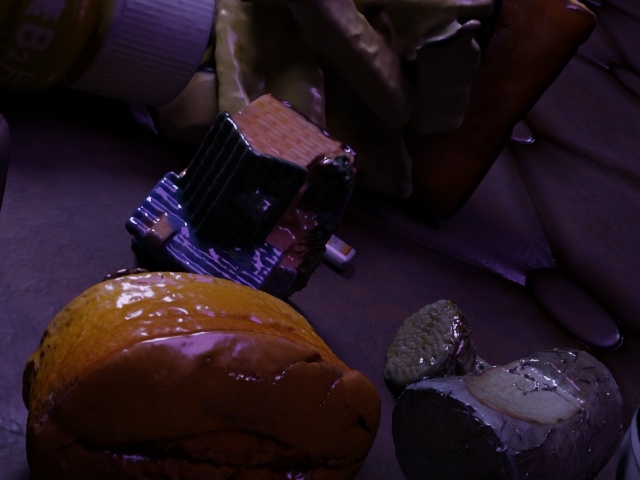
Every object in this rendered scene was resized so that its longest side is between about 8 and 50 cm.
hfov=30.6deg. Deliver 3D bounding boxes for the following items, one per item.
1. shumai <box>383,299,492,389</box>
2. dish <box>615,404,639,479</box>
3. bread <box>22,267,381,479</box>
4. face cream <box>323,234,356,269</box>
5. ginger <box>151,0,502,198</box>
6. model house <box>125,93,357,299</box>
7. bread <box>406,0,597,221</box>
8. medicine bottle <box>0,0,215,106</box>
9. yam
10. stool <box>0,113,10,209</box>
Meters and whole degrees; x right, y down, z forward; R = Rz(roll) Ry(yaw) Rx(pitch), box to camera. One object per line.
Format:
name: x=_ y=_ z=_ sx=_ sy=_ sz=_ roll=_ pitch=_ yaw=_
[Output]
shumai: x=0.128 y=0.125 z=1.198 sx=0.087 sy=0.099 sz=0.123 roll=43 pitch=28 yaw=-19
dish: x=0.405 y=0.292 z=1.182 sx=0.303 sy=0.120 sz=0.303 roll=25 pitch=30 yaw=-16
bread: x=-0.086 y=0.130 z=0.863 sx=0.270 sy=0.195 sz=0.142 roll=14 pitch=25 yaw=-37
face cream: x=0.000 y=0.000 z=1.313 sx=0.083 sy=0.021 sz=0.040 roll=35 pitch=28 yaw=2
ginger: x=0.028 y=-0.205 z=1.302 sx=0.358 sy=0.413 sz=0.211 roll=42 pitch=15 yaw=-10
model house: x=-0.078 y=-0.026 z=1.108 sx=0.166 sy=0.183 sz=0.172 roll=37 pitch=27 yaw=7
bread: x=0.118 y=-0.237 z=1.468 sx=0.333 sy=0.323 sz=0.143 roll=30 pitch=20 yaw=-5
medicine bottle: x=-0.316 y=-0.265 z=1.184 sx=0.384 sy=0.224 sz=0.224 roll=10 pitch=37 yaw=-37
yam: x=0.179 y=0.186 z=1.091 sx=0.254 sy=0.154 sz=0.154 roll=-5 pitch=47 yaw=-53
stool: x=-0.312 y=0.026 z=0.729 sx=0.179 sy=0.272 sz=0.272 roll=18 pitch=32 yaw=-12
